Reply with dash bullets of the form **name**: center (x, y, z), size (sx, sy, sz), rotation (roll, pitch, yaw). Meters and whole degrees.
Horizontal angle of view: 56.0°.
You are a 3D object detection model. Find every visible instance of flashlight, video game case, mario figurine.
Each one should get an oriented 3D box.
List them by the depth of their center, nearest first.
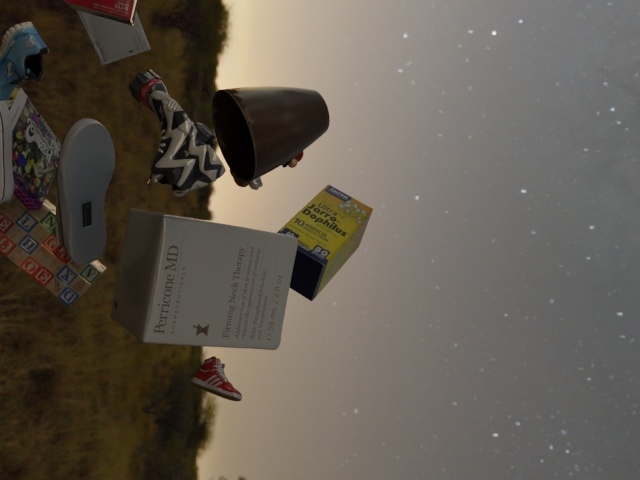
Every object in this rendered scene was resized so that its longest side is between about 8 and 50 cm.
- **video game case**: center (-0.741, -0.226, 1.508), size (0.232, 0.042, 0.210), rotation (78, 15, -56)
- **flashlight**: center (-0.449, -0.393, 1.843), size (0.103, 0.304, 0.103), rotation (-50, 169, 10)
- **mario figurine**: center (-0.152, -0.272, 2.061), size (0.320, 0.198, 0.170), rotation (-40, 123, -49)

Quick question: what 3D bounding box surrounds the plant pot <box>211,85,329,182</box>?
- **plant pot**: center (-0.103, -0.272, 1.407), size (0.215, 0.231, 0.215), rotation (42, -36, 41)

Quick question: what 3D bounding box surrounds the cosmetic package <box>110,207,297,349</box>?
- **cosmetic package**: center (-0.331, 0.107, 1.689), size (0.327, 0.394, 0.329), rotation (10, -90, 57)

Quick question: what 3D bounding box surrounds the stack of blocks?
- **stack of blocks**: center (-0.742, 0.018, 1.659), size (0.171, 0.297, 0.087), rotation (-47, -168, -2)

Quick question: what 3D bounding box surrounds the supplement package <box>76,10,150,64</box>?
- **supplement package**: center (-0.592, -0.656, 1.633), size (0.261, 0.145, 0.204), rotation (79, -14, -54)

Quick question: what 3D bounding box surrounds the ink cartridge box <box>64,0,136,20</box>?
- **ink cartridge box**: center (-0.418, -0.534, 1.186), size (0.128, 0.128, 0.176), rotation (-134, -123, -70)

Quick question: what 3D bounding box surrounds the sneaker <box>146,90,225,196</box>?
- **sneaker**: center (-0.327, -0.193, 1.272), size (0.235, 0.153, 0.094), rotation (52, -8, -1)

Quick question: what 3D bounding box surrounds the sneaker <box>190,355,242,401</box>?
- **sneaker**: center (-0.189, 0.263, 1.154), size (0.067, 0.119, 0.042), rotation (-63, 147, -24)

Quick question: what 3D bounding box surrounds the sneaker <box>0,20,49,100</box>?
- **sneaker**: center (-0.508, -0.285, 1.008), size (0.162, 0.073, 0.063), rotation (-39, -172, 35)

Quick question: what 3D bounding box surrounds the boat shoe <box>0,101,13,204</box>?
- **boat shoe**: center (-0.725, -0.208, 1.281), size (0.088, 0.096, 0.267), rotation (-8, 97, -65)

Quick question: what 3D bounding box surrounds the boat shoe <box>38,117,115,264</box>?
- **boat shoe**: center (-0.588, -0.132, 1.441), size (0.156, 0.136, 0.366), rotation (32, -54, 30)

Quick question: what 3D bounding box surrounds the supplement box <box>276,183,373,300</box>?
- **supplement box**: center (0.000, 0.000, 2.073), size (0.356, 0.194, 0.195), rotation (-47, 162, -44)
